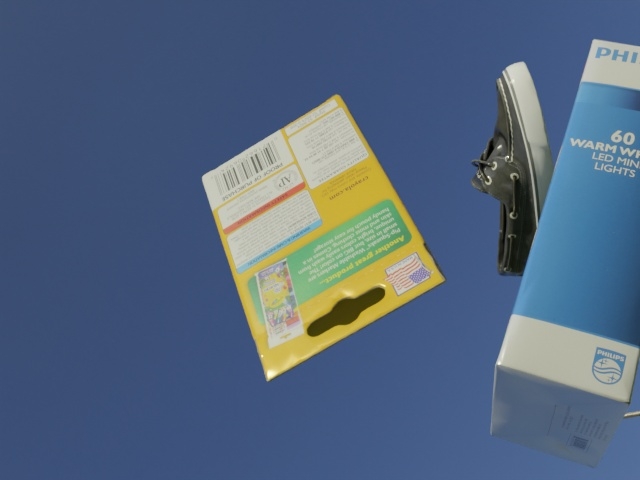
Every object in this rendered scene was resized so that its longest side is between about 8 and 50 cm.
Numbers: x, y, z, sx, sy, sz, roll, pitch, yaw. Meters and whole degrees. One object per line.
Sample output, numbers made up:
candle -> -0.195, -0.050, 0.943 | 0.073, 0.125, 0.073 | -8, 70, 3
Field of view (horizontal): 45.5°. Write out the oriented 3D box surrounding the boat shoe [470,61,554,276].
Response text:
boat shoe -> 0.188, -0.060, 0.758 | 0.076, 0.080, 0.228 | -11, -58, 9

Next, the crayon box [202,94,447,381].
crayon box -> 0.000, 0.000, 0.859 | 0.203, 0.323, 0.083 | -30, -43, 7

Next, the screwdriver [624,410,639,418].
screwdriver -> 0.290, 0.132, 0.615 | 0.025, 0.170, 0.024 | -33, -79, -54

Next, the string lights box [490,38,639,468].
string lights box -> 0.189, 0.006, 0.523 | 0.133, 0.076, 0.260 | 74, -145, -57
